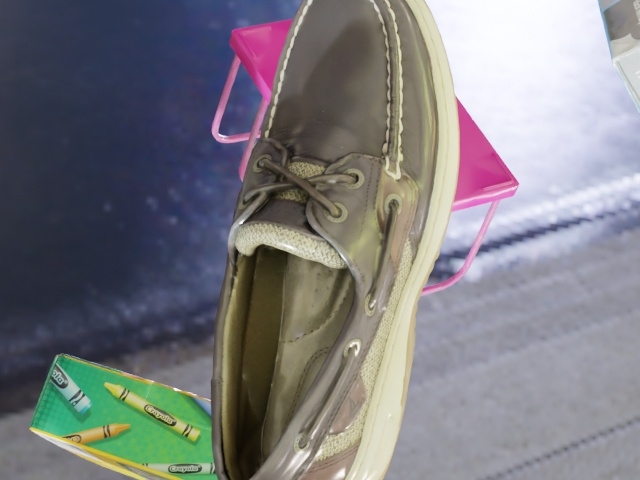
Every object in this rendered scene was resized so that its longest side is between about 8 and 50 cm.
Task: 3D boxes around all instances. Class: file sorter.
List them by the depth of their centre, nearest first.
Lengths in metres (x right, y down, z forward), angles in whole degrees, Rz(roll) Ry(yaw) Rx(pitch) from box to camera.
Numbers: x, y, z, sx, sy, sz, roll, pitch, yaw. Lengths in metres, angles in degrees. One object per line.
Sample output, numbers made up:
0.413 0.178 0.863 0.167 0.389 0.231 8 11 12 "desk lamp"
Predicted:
0.036 -0.085 2.013 0.202 0.182 0.290 -14 55 -28 "file sorter"

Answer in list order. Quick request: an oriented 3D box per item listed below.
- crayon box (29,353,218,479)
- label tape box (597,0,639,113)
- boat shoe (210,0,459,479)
-0.112 0.198 1.724 0.278 0.081 0.165 16 -13 19 "crayon box"
0.379 -0.229 1.371 0.348 0.115 0.249 -31 23 18 "label tape box"
0.000 0.000 0.938 0.103 0.285 0.092 10 2 31 "boat shoe"
